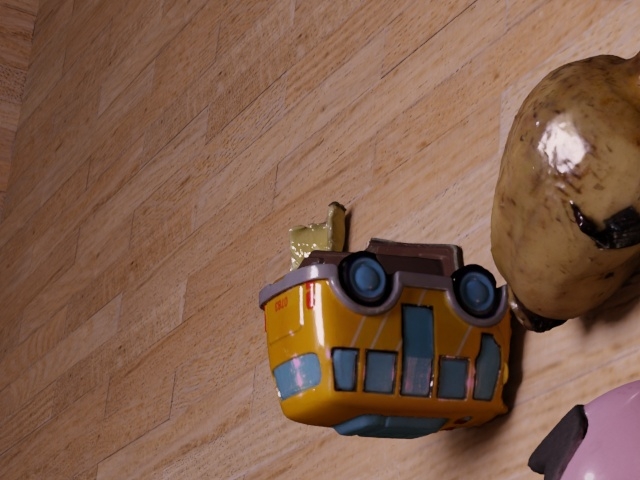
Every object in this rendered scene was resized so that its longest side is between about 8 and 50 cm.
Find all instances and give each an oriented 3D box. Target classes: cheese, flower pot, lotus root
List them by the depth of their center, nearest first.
[{"bbox_3d":[0.198,-0.041,1.339,0.154,0.140,0.257,-96,25,-54],"label":"lotus root"},{"bbox_3d":[0.035,0.078,1.706,0.251,0.084,0.179,4,79,66],"label":"flower pot"},{"bbox_3d":[0.000,0.001,1.893,0.084,0.041,0.060,-25,59,47],"label":"cheese"}]

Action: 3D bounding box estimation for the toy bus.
[{"bbox_3d":[0.059,0.093,1.495,0.126,0.209,0.136,-31,58,58],"label":"toy bus"}]

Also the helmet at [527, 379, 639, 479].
[{"bbox_3d":[0.229,0.171,1.071,0.154,0.198,0.253,-48,18,3],"label":"helmet"}]
